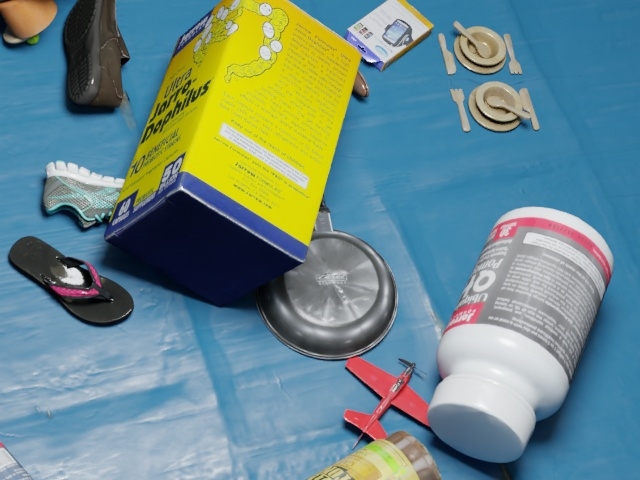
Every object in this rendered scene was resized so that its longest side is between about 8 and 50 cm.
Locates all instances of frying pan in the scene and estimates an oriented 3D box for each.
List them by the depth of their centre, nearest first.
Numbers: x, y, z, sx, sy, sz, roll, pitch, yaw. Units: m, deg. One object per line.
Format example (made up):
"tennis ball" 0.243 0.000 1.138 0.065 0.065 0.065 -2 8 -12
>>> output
"frying pan" 0.028 0.011 1.793 0.197 0.053 0.326 18 61 -1

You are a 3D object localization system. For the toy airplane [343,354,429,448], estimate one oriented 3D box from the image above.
"toy airplane" 0.083 0.209 1.701 0.151 0.028 0.151 6 58 -10

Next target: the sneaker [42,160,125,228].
"sneaker" -0.293 -0.048 1.745 0.166 0.065 0.076 15 74 -2

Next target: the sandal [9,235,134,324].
"sandal" -0.322 0.049 1.682 0.179 0.040 0.067 31 57 5

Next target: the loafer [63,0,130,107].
"loafer" -0.314 -0.270 1.863 0.078 0.080 0.220 27 49 -38

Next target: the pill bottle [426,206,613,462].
"pill bottle" 0.256 0.124 1.709 0.176 0.176 0.318 28 57 2

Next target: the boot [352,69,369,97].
"boot" 0.001 -0.230 1.934 0.114 0.037 0.106 -26 56 -30

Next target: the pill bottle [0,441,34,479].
"pill bottle" -0.353 0.319 1.475 0.108 0.108 0.180 -37 75 -30

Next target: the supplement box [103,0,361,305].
"supplement box" -0.110 -0.129 1.720 0.195 0.194 0.356 32 53 -24

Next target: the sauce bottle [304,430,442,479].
"sauce bottle" -0.014 0.344 1.547 0.344 0.111 0.111 -26 69 -28

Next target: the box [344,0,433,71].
"box" 0.101 -0.317 2.019 0.081 0.028 0.136 44 62 12

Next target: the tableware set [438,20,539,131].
"tableware set" 0.261 -0.256 2.017 0.128 0.039 0.194 -3 61 -16

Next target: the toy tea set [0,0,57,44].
"toy tea set" -0.352 -0.411 1.909 0.336 0.124 0.200 -48 45 -14
